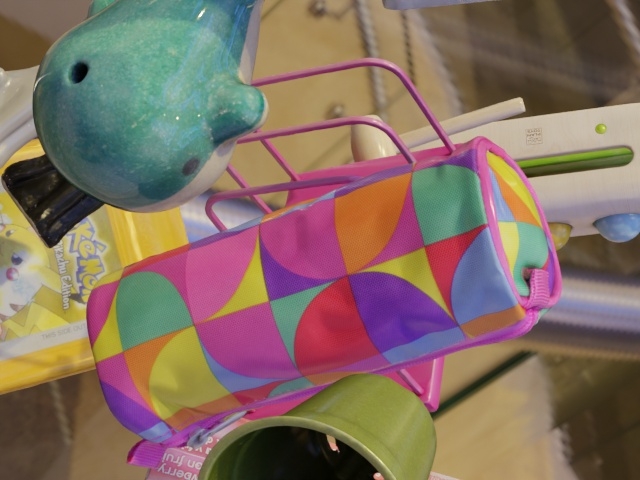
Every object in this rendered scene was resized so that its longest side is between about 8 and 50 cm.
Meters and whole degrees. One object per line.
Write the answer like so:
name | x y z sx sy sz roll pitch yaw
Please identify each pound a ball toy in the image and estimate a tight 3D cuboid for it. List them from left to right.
pound a ball toy | 0.209 -0.060 1.720 0.208 0.319 0.135 47 38 -69

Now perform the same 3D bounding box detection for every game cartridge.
game cartridge | -0.310 0.017 1.914 0.324 0.053 0.285 -15 90 -27

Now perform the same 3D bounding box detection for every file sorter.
file sorter | 0.000 0.000 1.512 0.182 0.202 0.290 48 42 -45

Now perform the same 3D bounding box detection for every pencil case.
pencil case | -0.001 0.032 0.794 0.104 0.236 0.104 48 30 -39

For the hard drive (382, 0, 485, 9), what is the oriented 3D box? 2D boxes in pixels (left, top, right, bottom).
hard drive | 0.135 -0.315 1.173 0.040 0.203 0.307 -94 177 -49

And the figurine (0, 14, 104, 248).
figurine | -0.249 -0.128 1.655 0.092 0.209 0.215 47 -10 40

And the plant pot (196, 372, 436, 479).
plant pot | 0.008 0.087 0.592 0.083 0.083 0.079 51 29 -1

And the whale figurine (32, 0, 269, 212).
whale figurine | -0.130 -0.157 1.318 0.216 0.272 0.141 39 8 33

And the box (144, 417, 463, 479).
box | -0.007 0.263 1.390 0.300 0.154 0.142 16 60 2
